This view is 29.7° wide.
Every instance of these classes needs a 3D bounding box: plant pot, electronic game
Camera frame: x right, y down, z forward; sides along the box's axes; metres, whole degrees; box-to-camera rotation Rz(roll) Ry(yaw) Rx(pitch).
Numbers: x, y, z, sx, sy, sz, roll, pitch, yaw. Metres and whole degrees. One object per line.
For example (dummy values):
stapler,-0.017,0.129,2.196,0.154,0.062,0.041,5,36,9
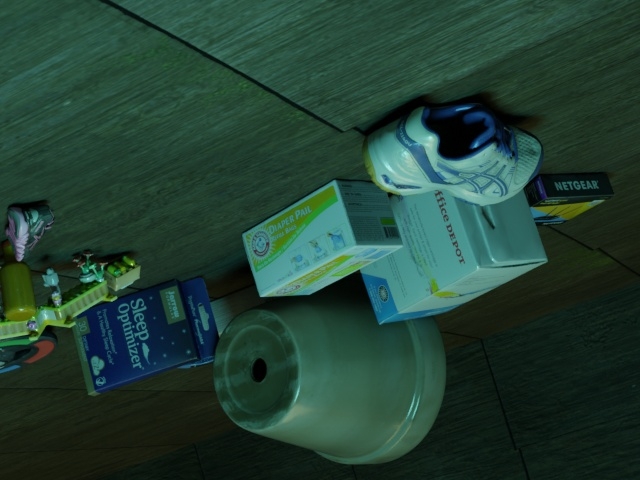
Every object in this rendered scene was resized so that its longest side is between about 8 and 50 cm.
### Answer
plant pot,-0.007,0.207,1.934,0.323,0.323,0.280,-28,159,35
electronic game,-0.541,0.188,1.963,0.229,0.048,0.229,-16,164,-4

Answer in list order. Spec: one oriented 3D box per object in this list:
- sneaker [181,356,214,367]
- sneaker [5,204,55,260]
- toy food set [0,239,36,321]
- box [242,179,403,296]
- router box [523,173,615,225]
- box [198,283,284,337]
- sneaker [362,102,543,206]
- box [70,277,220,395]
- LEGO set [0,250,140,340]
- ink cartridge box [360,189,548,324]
sneaker,-0.189,0.199,2.317,0.232,0.081,0.090,-16,158,-9
sneaker,-0.350,-0.012,1.470,0.057,0.047,0.119,-23,170,-24
toy food set,-0.476,0.083,1.541,0.232,0.104,0.111,-29,151,28
box,0.000,0.000,1.765,0.203,0.103,0.114,-29,161,38
router box,0.392,-0.067,2.060,0.179,0.046,0.133,-4,160,-38
box,-0.186,0.145,2.162,0.324,0.067,0.063,-23,163,18
sneaker,0.201,-0.116,1.556,0.296,0.111,0.131,-5,161,-38
box,-0.280,0.149,1.935,0.225,0.136,0.036,-19,165,5
LEGO set,-0.384,0.058,1.641,0.287,0.107,0.132,-18,-160,-14
ink cartridge box,0.192,0.003,1.852,0.168,0.171,0.233,-5,161,-41
